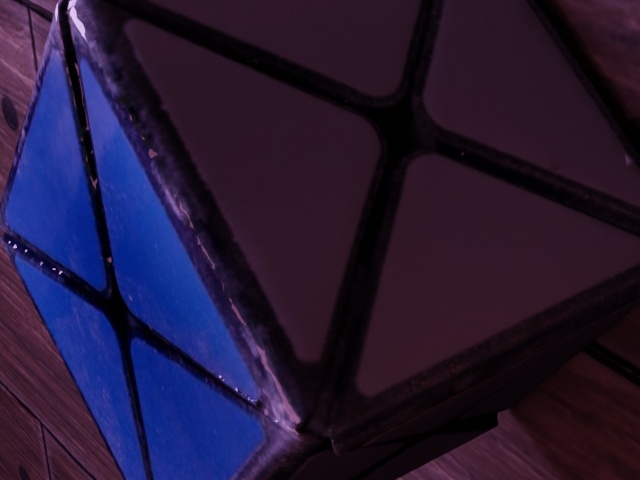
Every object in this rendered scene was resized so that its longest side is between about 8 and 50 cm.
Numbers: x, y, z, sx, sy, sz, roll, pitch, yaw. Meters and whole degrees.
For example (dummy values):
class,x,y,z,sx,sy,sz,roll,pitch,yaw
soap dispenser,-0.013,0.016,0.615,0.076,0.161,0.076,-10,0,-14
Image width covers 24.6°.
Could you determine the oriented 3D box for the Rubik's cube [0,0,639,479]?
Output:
class,x,y,z,sx,sy,sz,roll,pitch,yaw
Rubik's cube,0.000,0.000,0.802,0.260,0.255,0.259,62,151,13
